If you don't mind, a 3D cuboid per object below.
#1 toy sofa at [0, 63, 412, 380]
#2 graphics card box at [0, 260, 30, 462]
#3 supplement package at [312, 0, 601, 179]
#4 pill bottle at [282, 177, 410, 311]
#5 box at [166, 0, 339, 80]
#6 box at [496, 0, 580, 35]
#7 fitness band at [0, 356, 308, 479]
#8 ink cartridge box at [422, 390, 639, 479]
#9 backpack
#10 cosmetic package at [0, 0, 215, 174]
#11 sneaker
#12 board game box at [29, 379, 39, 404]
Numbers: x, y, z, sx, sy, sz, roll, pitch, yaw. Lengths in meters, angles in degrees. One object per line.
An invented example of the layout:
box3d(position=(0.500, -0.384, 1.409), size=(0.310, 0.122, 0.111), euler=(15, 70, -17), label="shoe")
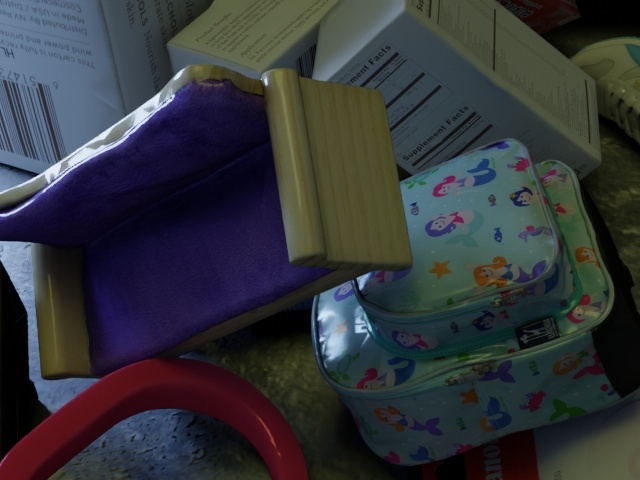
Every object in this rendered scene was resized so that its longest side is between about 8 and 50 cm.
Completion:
box3d(position=(-0.113, -0.001, 1.283), size=(0.177, 0.362, 0.150), euler=(5, 69, -41), label="toy sofa")
box3d(position=(-0.431, 0.161, 1.357), size=(0.371, 0.094, 0.233), euler=(-10, 51, 2), label="graphics card box")
box3d(position=(0.127, -0.141, 1.505), size=(0.134, 0.244, 0.139), euler=(-41, 26, 33), label="supplement package")
box3d(position=(0.000, 0.000, 1.475), size=(0.221, 0.124, 0.124), euler=(-6, 40, 3), label="pill bottle")
box3d(position=(-0.042, -0.158, 1.625), size=(0.119, 0.182, 0.181), euler=(22, 50, 30), label="box")
box3d(position=(0.147, -0.275, 1.644), size=(0.128, 0.257, 0.123), euler=(-23, 76, 27), label="box")
box3d(position=(-0.129, 0.202, 1.252), size=(0.209, 0.054, 0.291), euler=(35, 42, 17), label="fitness band")
box3d(position=(0.197, 0.163, 1.299), size=(0.232, 0.066, 0.189), euler=(-3, 40, 2), label="ink cartridge box")
box3d(position=(0.115, 0.056, 1.315), size=(0.253, 0.191, 0.225), euler=(-26, 36, 15), label="backpack")
box3d(position=(-0.233, -0.307, 1.725), size=(0.329, 0.327, 0.394), euler=(15, 45, 27), label="cosmetic package")
box3d(position=(0.332, -0.134, 1.597), size=(0.228, 0.087, 0.092), euler=(19, 50, 32), label="sneaker")
box3d(position=(-0.362, 0.130, 1.468), size=(0.186, 0.026, 0.126), euler=(28, 52, 36), label="board game box")
